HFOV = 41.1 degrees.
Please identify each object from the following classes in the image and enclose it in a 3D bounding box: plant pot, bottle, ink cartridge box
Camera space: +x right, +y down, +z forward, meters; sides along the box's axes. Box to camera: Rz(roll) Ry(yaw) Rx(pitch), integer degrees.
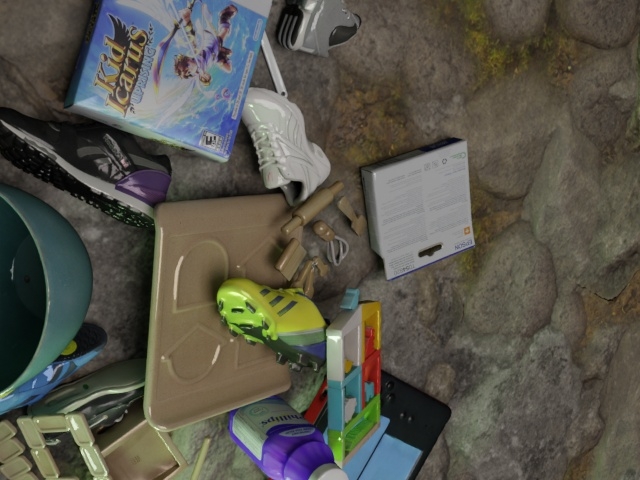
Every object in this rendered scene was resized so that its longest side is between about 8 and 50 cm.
[{"bbox_3d":[-0.425,0.057,1.164,0.195,0.290,0.290,-9,114,-69],"label":"plant pot"},{"bbox_3d":[-0.053,0.352,1.447,0.118,0.283,0.092,-3,105,-30],"label":"bottle"},{"bbox_3d":[0.189,-0.060,1.620,0.223,0.045,0.224,-19,114,-26],"label":"ink cartridge box"}]

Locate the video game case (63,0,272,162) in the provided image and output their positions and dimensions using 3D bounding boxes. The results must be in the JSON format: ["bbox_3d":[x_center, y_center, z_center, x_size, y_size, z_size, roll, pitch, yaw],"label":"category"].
[{"bbox_3d":[-0.216,-0.279,1.252,0.244,0.061,0.270,18,83,-29],"label":"video game case"}]

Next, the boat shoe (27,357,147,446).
[{"bbox_3d":[-0.342,0.254,1.364,0.233,0.084,0.079,-21,119,-20],"label":"boat shoe"}]

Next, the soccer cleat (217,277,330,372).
[{"bbox_3d":[-0.071,0.116,1.381,0.289,0.093,0.121,45,52,-47],"label":"soccer cleat"}]

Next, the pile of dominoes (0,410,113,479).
[{"bbox_3d":[-0.401,0.362,1.329,0.040,0.195,0.251,-60,140,-59],"label":"pile of dominoes"}]

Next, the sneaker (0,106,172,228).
[{"bbox_3d":[-0.346,-0.134,1.253,0.283,0.107,0.124,33,66,-35],"label":"sneaker"}]

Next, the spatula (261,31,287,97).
[{"bbox_3d":[-0.139,-0.309,1.361,0.168,0.019,0.242,-31,118,-22],"label":"spatula"}]

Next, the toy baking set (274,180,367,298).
[{"bbox_3d":[-0.001,-0.004,1.478,0.256,0.030,0.197,-45,147,-36],"label":"toy baking set"}]

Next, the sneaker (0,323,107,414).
[{"bbox_3d":[-0.424,0.199,1.313,0.209,0.069,0.082,-29,146,-29],"label":"sneaker"}]

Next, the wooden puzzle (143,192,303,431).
[{"bbox_3d":[-0.163,0.101,1.391,0.322,0.080,0.348,-9,105,-51],"label":"wooden puzzle"}]

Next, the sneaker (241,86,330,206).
[{"bbox_3d":[-0.068,-0.145,1.382,0.232,0.090,0.115,49,50,-35],"label":"sneaker"}]

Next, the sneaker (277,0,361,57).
[{"bbox_3d":[0.023,-0.409,1.403,0.132,0.086,0.229,13,107,-39],"label":"sneaker"}]

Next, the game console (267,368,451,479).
[{"bbox_3d":[0.071,0.446,1.687,0.342,0.060,0.387,33,86,-34],"label":"game console"}]

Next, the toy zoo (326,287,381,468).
[{"bbox_3d":[0.061,0.226,1.508,0.192,0.030,0.293,-24,116,-64],"label":"toy zoo"}]

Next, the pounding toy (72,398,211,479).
[{"bbox_3d":[-0.275,0.362,1.425,0.181,0.094,0.206,-35,120,-18],"label":"pounding toy"}]
